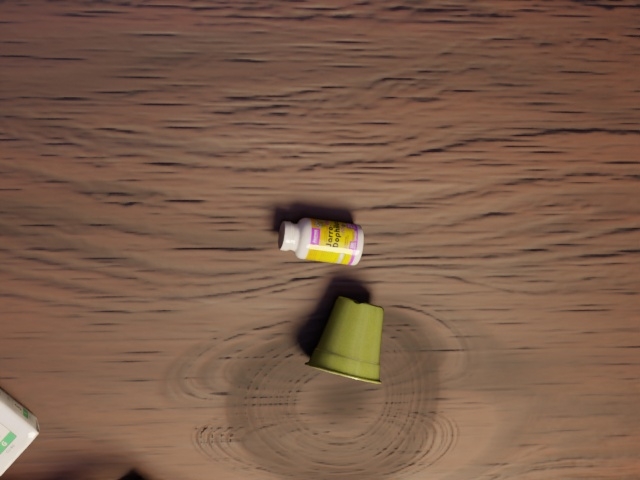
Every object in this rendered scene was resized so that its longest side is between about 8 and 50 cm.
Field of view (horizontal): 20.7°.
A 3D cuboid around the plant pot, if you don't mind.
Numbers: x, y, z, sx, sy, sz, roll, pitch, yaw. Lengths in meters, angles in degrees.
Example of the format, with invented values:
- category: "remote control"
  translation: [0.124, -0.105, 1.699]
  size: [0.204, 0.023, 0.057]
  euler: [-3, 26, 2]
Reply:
- category: "plant pot"
  translation: [0.034, 0.102, 1.831]
  size: [0.083, 0.083, 0.079]
  euler: [15, 89, -14]

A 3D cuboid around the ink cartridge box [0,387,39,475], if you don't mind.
- category: "ink cartridge box"
  translation: [-0.427, 0.185, 1.769]
  size: [0.225, 0.056, 0.181]
  euler: [42, 93, -19]

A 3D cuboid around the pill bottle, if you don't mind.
- category: "pill bottle"
  translation: [0.000, 0.000, 1.810]
  size: [0.083, 0.043, 0.043]
  euler: [7, 102, -13]
